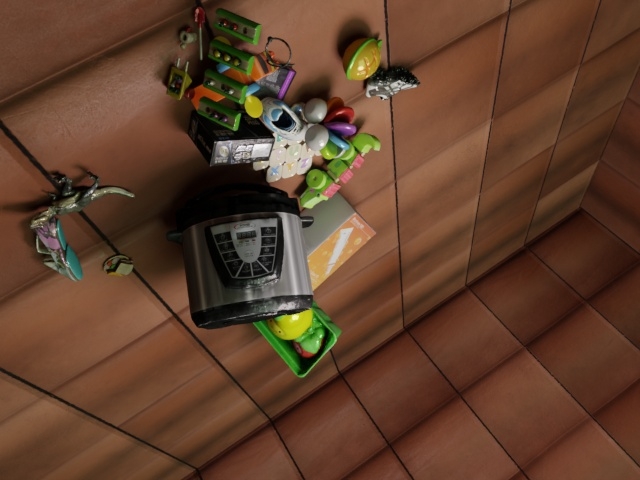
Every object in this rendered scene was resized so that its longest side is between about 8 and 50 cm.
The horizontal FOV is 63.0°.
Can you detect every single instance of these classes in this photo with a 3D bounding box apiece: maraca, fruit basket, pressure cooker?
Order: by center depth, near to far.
[{"bbox_3d":[0.126,-0.521,1.495,0.186,0.099,0.127,-40,166,-53],"label":"maraca"},{"bbox_3d":[-0.229,0.032,1.549,0.375,0.420,0.370,-16,167,30],"label":"pressure cooker"},{"bbox_3d":[-0.120,0.322,2.040,0.283,0.392,0.392,-50,146,18],"label":"fruit basket"}]

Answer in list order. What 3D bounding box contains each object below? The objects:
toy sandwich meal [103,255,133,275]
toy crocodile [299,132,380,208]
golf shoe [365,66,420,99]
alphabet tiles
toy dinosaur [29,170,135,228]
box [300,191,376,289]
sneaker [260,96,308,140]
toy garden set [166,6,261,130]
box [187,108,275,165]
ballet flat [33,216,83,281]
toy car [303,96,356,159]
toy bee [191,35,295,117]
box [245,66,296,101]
[{"bbox_3d":[-0.607,0.079,1.569,0.085,0.029,0.085,-26,146,-19],"label":"toy sandwich meal"},{"bbox_3d":[0.060,-0.231,1.760,0.340,0.105,0.115,-45,158,12],"label":"toy crocodile"},{"bbox_3d":[0.224,-0.494,1.655,0.198,0.077,0.094,-7,148,-30],"label":"golf shoe"},{"bbox_3d":[-0.083,-0.302,1.624,0.284,0.021,0.278,-18,142,-28],"label":"alphabet tiles"},{"bbox_3d":[-0.601,-0.117,1.307,0.268,0.064,0.118,-24,146,-33],"label":"toy dinosaur"},{"bbox_3d":[0.000,0.000,1.945,0.345,0.168,0.215,-43,148,7],"label":"box"},{"bbox_3d":[-0.093,-0.327,1.476,0.085,0.086,0.237,-48,156,11],"label":"sneaker"},{"bbox_3d":[-0.257,-0.398,1.182,0.049,0.204,0.244,-39,152,-56],"label":"toy garden set"},{"bbox_3d":[-0.235,-0.276,1.386,0.180,0.147,0.077,-11,139,-35],"label":"box"},{"bbox_3d":[-0.701,0.028,1.383,0.079,0.077,0.221,-9,136,-10],"label":"ballet flat"},{"bbox_3d":[0.040,-0.331,1.525,0.136,0.182,0.159,-8,169,31],"label":"toy car"},{"bbox_3d":[-0.169,-0.398,1.271,0.162,0.298,0.195,-54,143,-54],"label":"toy bee"},{"bbox_3d":[-0.153,-0.422,1.398,0.162,0.029,0.116,-1,132,-46],"label":"box"}]
